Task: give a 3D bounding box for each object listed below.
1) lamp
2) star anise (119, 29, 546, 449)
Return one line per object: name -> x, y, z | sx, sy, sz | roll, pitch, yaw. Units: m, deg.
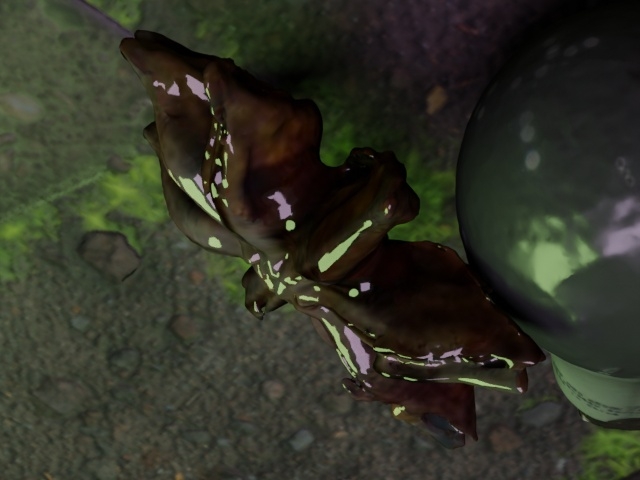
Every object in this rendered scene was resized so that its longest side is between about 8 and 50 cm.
lamp -> 0.146, 0.015, 0.775 | 0.182, 0.182, 0.314 | 13, 141, -1
star anise -> 0.000, 0.001, 0.754 | 0.088, 0.288, 0.288 | -42, 122, -16
